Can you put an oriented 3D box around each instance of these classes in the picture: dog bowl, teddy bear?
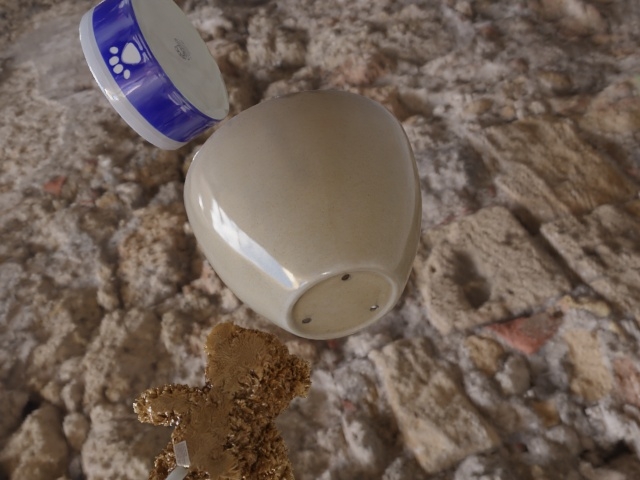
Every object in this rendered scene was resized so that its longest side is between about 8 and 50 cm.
[{"bbox_3d":[-0.269,-0.291,1.226,0.265,0.104,0.265,53,-161,-28],"label":"dog bowl"},{"bbox_3d":[-0.141,0.283,0.984,0.113,0.245,0.337,63,-149,-60],"label":"teddy bear"}]

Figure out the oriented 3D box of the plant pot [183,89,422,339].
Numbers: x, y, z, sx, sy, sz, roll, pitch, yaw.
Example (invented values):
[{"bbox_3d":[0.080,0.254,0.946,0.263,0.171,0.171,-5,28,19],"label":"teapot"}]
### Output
[{"bbox_3d":[0.000,0.000,0.844,0.284,0.284,0.190,67,-177,-53],"label":"plant pot"}]
